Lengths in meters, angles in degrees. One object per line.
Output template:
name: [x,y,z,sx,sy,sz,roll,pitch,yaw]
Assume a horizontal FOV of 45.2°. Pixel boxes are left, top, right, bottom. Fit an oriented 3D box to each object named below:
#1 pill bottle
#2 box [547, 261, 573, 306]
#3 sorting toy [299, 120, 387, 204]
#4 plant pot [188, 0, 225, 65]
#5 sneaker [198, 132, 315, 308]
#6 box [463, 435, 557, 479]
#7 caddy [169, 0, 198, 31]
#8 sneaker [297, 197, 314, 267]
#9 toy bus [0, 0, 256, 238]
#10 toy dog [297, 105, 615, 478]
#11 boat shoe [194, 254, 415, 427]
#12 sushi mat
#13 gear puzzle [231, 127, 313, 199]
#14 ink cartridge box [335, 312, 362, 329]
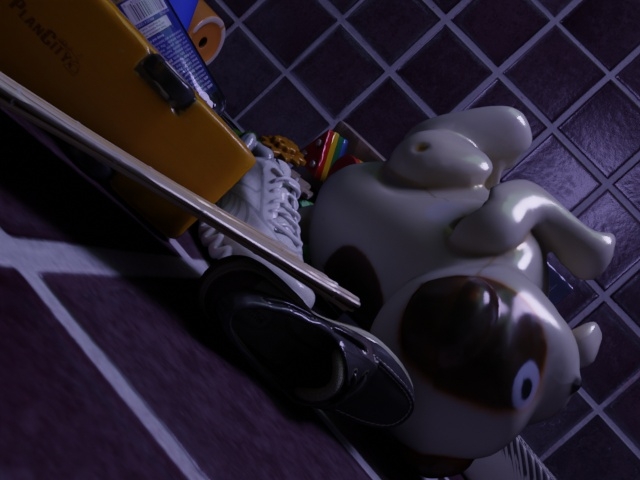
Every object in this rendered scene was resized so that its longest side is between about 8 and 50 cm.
pill bottle: [-0.175,-0.160,0.792,0.219,0.122,0.123,60,0,-18]
box: [0.262,0.100,1.541,0.312,0.343,0.179,48,4,13]
sorting toy: [0.009,-0.105,1.602,0.089,0.256,0.257,24,18,-38]
plant pot: [-0.322,-0.480,1.706,0.188,0.205,0.205,37,0,21]
sneaker: [-0.067,-0.026,0.825,0.110,0.118,0.292,47,5,-40]
box: [0.286,0.357,1.035,0.113,0.094,0.275,44,4,-40]
caddy: [-0.283,-0.321,1.015,0.241,0.179,0.341,23,11,-15]
sneaker: [0.000,0.000,1.186,0.123,0.110,0.295,19,-5,-39]
toy bus: [-0.203,-0.155,0.648,0.333,0.108,0.130,46,3,-17]
toy dog: [0.134,0.049,0.854,0.395,0.285,0.408,5,33,-11]
boat shoe: [-0.004,0.097,0.599,0.223,0.080,0.073,40,12,-28]
sushi mat: [-0.112,-0.039,0.552,0.316,0.019,0.151,33,-1,-35]
gear puzzle: [-0.087,-0.122,1.152,0.175,0.044,0.339,35,20,7]
ink cartridge box: [0.118,0.175,1.107,0.191,0.082,0.139,45,4,-13]
